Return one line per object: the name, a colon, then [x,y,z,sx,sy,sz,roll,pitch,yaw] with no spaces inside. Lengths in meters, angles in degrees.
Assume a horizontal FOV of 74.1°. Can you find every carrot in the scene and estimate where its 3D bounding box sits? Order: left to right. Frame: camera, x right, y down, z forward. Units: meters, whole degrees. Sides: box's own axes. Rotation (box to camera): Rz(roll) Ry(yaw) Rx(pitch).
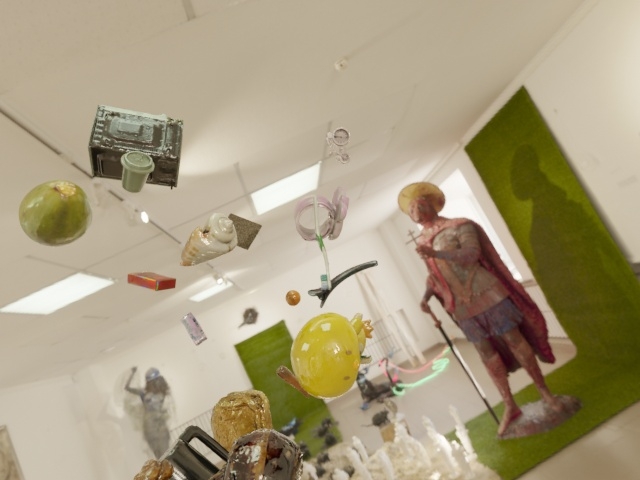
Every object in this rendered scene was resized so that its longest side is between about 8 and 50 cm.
carrot: [-0.108,0.579,1.733,0.047,0.191,0.047,-36,22,17]

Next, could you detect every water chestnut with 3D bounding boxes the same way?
water chestnut: [-0.186,0.664,1.153,0.300,0.300,0.300,-26,-9,-4]

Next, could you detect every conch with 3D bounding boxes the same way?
conch: [-0.363,0.020,1.419,0.255,0.127,0.158,-51,-5,33]

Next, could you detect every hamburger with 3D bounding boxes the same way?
hamburger: [-0.306,0.764,1.723,0.318,0.319,0.158,-32,-16,29]

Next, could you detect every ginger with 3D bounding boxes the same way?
ginger: [-0.425,0.603,1.069,0.073,0.103,0.162,4,-16,13]

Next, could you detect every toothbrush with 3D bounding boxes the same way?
toothbrush: [0.002,0.000,1.191,0.030,0.304,0.030,-4,-31,-3]

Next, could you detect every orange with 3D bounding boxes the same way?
orange: [-0.141,0.296,2.179,0.083,0.084,0.083,-26,-9,-4]

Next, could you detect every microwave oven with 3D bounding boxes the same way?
microwave oven: [-0.792,-0.413,1.849,0.354,0.287,0.218,7,-34,-20]

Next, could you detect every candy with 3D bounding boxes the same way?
candy: [-0.648,0.458,2.176,0.073,0.160,0.092,-32,-15,-21]

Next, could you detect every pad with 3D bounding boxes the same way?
pad: [-0.436,-0.050,2.261,0.158,0.234,0.003,-61,-29,-16]

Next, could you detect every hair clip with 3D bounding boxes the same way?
hair clip: [0.084,0.142,1.524,0.275,0.083,0.048,-35,14,15]

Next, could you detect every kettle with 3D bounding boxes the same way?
kettle: [-0.421,0.838,1.479,0.262,0.308,0.203,-47,1,-30]

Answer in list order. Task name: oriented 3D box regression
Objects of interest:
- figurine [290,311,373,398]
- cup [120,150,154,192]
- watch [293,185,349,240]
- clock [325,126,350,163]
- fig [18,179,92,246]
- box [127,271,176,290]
figurine: [0.050,0.302,1.150,0.187,0.215,0.343,-2,-8,22]
cup: [-0.713,-0.262,1.637,0.120,0.120,0.141,-18,-30,-45]
watch: [-0.003,-0.116,1.910,0.217,0.249,0.211,7,26,-13]
clock: [0.067,-0.335,1.510,0.087,0.129,0.041,-8,1,-2]
fig: [-1.045,-0.118,1.685,0.258,0.258,0.326,-18,-8,-44]
box: [-0.723,0.171,1.815,0.175,0.048,0.112,9,5,24]
